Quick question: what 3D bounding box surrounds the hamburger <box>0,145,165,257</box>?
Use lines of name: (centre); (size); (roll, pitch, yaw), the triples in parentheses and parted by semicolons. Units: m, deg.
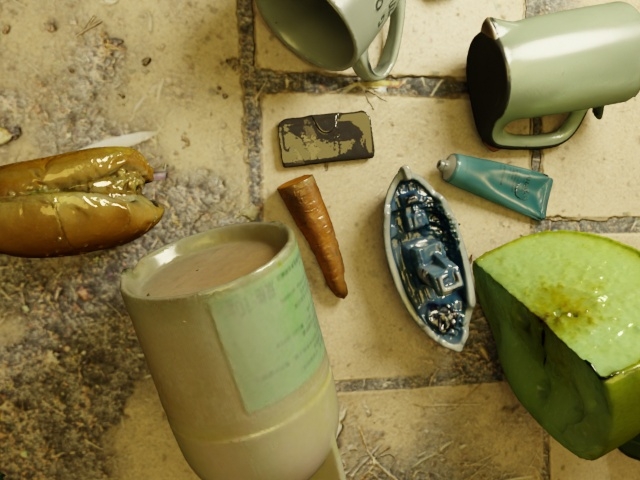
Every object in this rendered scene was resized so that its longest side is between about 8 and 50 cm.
hamburger: (-0.360, -0.047, 0.874); (0.283, 0.156, 0.143); (-12, 94, -15)

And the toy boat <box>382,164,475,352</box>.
toy boat: (0.172, 0.030, 1.004); (0.129, 0.142, 0.309); (-18, 96, -10)

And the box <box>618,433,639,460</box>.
box: (0.612, 0.207, 1.061); (0.178, 0.253, 0.328); (-13, 95, -22)

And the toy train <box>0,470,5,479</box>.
toy train: (-0.559, 0.359, 0.818); (0.272, 0.188, 0.159); (21, 86, -15)

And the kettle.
kettle: (0.376, -0.260, 1.048); (0.255, 0.165, 0.240); (-14, 122, -12)

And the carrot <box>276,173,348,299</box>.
carrot: (0.000, 0.000, 1.013); (0.061, 0.061, 0.209); (-26, 101, -11)

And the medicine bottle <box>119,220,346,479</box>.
medicine bottle: (-0.099, 0.200, 0.884); (0.236, 0.236, 0.406); (-19, 111, -12)

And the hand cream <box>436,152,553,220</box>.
hand cream: (0.298, -0.097, 1.086); (0.224, 0.048, 0.083); (14, 85, -18)

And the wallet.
wallet: (0.010, -0.164, 1.027); (0.157, 0.018, 0.082); (-7, 92, -12)

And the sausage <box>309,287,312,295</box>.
sausage: (-0.092, 0.058, 0.989); (0.183, 0.054, 0.062); (18, 126, -13)

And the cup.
cup: (0.061, -0.378, 0.975); (0.234, 0.186, 0.258); (-51, 130, -16)

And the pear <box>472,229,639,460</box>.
pear: (0.416, 0.176, 0.992); (0.239, 0.342, 0.318); (-23, 123, -7)
